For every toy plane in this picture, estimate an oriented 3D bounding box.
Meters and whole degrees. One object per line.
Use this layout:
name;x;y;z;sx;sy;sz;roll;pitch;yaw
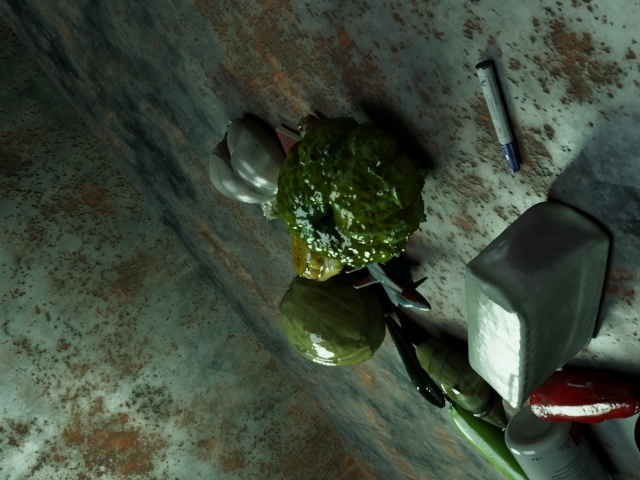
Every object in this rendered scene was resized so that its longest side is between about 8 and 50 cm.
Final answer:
toy plane;0.176;0.093;1.851;0.326;0.104;0.223;24;149;56

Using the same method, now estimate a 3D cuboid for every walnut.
walnut;0.034;0.206;2.149;0.277;0.253;0.282;40;157;27

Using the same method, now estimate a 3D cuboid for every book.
book;-0.006;-0.173;1.875;0.232;0.022;0.162;31;157;39

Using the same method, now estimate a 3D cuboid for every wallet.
wallet;0.249;0.315;2.088;0.168;0.052;0.245;47;-168;-49

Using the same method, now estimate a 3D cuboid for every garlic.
garlic;-0.175;-0.198;2.049;0.292;0.210;0.237;48;-162;4

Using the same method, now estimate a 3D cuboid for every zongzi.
zongzi;0.359;0.352;1.971;0.242;0.112;0.221;47;177;-38

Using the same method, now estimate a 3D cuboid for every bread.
bread;0.000;-0.003;1.961;0.236;0.120;0.198;139;128;-71

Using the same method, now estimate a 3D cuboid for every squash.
squash;0.464;0.531;2.076;0.379;0.101;0.101;41;159;10

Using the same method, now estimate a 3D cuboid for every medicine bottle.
medicine bottle;0.544;0.510;1.779;0.288;0.157;0.157;55;159;-19

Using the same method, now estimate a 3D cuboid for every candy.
candy;0.364;0.116;1.369;0.145;0.208;0.358;42;161;35

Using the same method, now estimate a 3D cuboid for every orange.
orange;0.053;-0.079;1.543;0.301;0.223;0.300;47;129;-4

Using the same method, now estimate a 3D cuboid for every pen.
pen;0.280;-0.190;1.240;0.025;0.025;0.204;25;150;48

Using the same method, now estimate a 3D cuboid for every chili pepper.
chili pepper;0.508;0.310;1.557;0.110;0.110;0.387;51;160;-6

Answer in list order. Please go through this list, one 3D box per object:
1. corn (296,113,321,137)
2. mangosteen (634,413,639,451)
corn;0.043;-0.178;1.696;0.237;0.079;0.079;48;161;13
mangosteen;0.607;0.319;1.344;0.152;0.152;0.152;41;159;20
